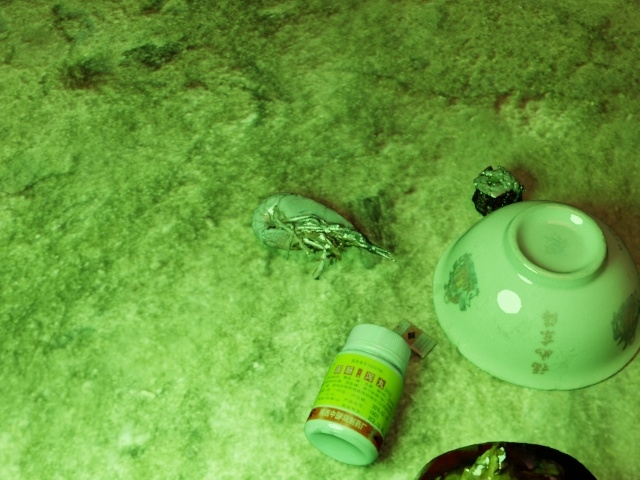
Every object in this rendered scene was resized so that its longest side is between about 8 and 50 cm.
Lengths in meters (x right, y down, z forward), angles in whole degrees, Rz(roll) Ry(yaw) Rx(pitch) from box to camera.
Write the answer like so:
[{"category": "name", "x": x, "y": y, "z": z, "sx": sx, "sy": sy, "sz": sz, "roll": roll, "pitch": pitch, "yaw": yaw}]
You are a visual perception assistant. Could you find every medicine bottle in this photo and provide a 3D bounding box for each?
[{"category": "medicine bottle", "x": 0.071, "y": 0.275, "z": 1.393, "sx": 0.139, "sy": 0.139, "sz": 0.225, "roll": 17, "pitch": 55, "yaw": 15}]

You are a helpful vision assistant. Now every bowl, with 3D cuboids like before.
[{"category": "bowl", "x": 0.440, "y": 0.056, "z": 1.510, "sx": 0.434, "sy": 0.196, "sz": 0.435, "roll": -2, "pitch": 53, "yaw": 2}]

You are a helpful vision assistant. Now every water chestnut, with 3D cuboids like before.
[{"category": "water chestnut", "x": 0.272, "y": 0.430, "z": 1.149, "sx": 0.335, "sy": 0.347, "sz": 0.335, "roll": -6, "pitch": 45, "yaw": 7}]

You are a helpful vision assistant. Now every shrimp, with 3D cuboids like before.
[{"category": "shrimp", "x": 0.002, "y": -0.007, "z": 1.628, "sx": 0.342, "sy": 0.116, "sz": 0.145, "roll": 20, "pitch": 56, "yaw": 25}]

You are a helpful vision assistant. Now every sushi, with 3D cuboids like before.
[{"category": "sushi", "x": 0.386, "y": -0.105, "z": 1.704, "sx": 0.094, "sy": 0.084, "sz": 0.098, "roll": -28, "pitch": 54, "yaw": -15}]

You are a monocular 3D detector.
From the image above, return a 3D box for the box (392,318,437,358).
[{"category": "box", "x": 0.182, "y": 0.193, "z": 1.530, "sx": 0.083, "sy": 0.012, "sz": 0.046, "roll": 35, "pitch": 63, "yaw": 24}]
